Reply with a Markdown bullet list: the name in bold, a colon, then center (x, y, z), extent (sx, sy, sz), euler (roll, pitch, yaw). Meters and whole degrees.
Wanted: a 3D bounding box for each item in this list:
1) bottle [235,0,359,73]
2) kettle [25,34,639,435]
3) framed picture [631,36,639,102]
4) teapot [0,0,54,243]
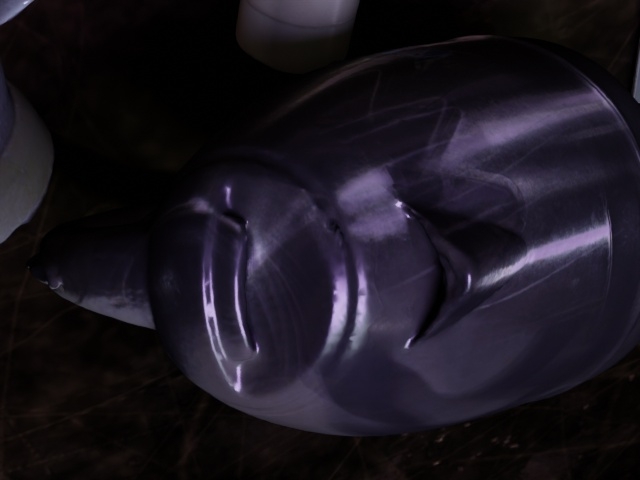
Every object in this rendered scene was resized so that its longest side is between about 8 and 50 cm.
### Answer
- **bottle**: center (-0.001, -0.197, 1.129), extent (0.072, 0.072, 0.201), euler (-5, 130, -21)
- **kettle**: center (0.000, 0.000, 1.146), extent (0.324, 0.321, 0.228), euler (-13, 105, -55)
- **framed picture**: center (0.297, -0.167, 1.334), extent (0.183, 0.011, 0.142), euler (-12, 132, -16)
- **teapot**: center (-0.234, -0.165, 0.976), extent (0.270, 0.200, 0.337), euler (-25, 133, -21)
